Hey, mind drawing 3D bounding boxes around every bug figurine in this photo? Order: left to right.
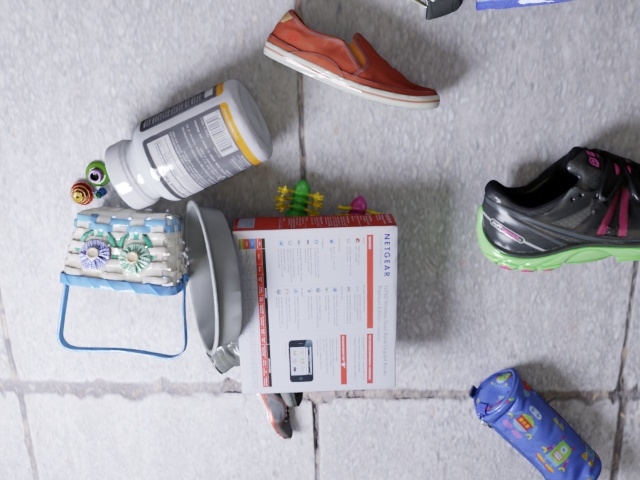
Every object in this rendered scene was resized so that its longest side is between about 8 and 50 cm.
[{"bbox_3d":[0.000,0.000,1.359,0.279,0.072,0.216,15,108,-4],"label":"bug figurine"}]

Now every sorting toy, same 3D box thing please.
[{"bbox_3d":[-0.456,-0.106,1.364,0.061,0.042,0.102,39,106,-10],"label":"sorting toy"}]

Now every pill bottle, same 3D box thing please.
[{"bbox_3d":[-0.242,-0.170,1.269,0.278,0.162,0.162,-23,106,11],"label":"pill bottle"}]

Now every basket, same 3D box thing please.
[{"bbox_3d":[-0.383,0.082,1.341,0.254,0.201,0.289,3,100,1],"label":"basket"}]

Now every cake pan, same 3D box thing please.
[{"bbox_3d":[-0.204,0.067,1.300,0.054,0.293,0.293,-8,110,-19],"label":"cake pan"}]

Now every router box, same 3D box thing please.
[{"bbox_3d":[-0.008,0.124,1.312,0.301,0.082,0.335,-1,108,-2],"label":"router box"}]

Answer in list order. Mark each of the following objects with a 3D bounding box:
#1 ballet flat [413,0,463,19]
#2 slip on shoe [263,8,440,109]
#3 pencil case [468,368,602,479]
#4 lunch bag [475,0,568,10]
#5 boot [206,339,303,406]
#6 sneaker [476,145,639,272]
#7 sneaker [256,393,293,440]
[{"bbox_3d":[0.138,-0.496,1.175,0.096,0.095,0.280,-33,105,25],"label":"ballet flat"},{"bbox_3d":[0.064,-0.315,1.230,0.331,0.123,0.101,23,105,0],"label":"slip on shoe"},{"bbox_3d":[0.452,0.406,1.453,0.306,0.119,0.133,44,82,-11],"label":"pencil case"},{"bbox_3d":[0.404,-0.534,1.031,0.385,0.239,0.328,-1,112,27],"label":"lunch bag"},{"bbox_3d":[-0.145,0.251,1.456,0.161,0.083,0.246,-22,94,14],"label":"boot"},{"bbox_3d":[0.525,-0.077,1.250,0.483,0.185,0.202,-12,112,6],"label":"sneaker"},{"bbox_3d":[-0.087,0.365,1.502,0.065,0.061,0.158,-24,107,4],"label":"sneaker"}]
